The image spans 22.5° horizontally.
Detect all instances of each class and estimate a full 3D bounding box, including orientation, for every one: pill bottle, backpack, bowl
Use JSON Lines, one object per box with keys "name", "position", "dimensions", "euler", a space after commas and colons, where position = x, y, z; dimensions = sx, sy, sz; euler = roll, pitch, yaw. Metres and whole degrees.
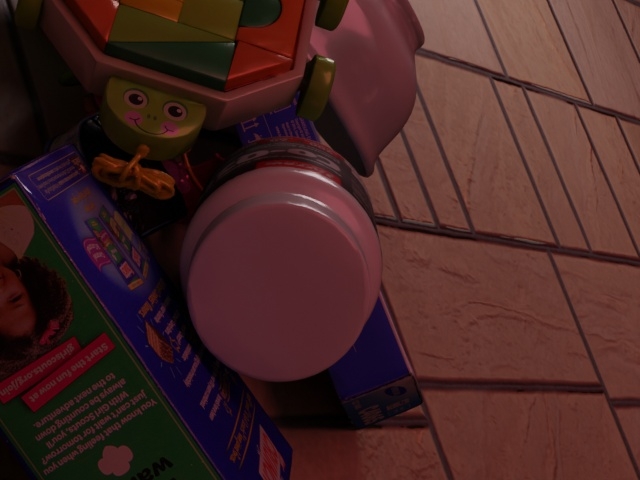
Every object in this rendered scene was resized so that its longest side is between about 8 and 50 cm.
{"name": "pill bottle", "position": [-0.031, 0.010, 1.308], "dimensions": [0.161, 0.161, 0.283], "euler": [53, 6, -9]}
{"name": "backpack", "position": [-0.188, -0.048, 1.388], "dimensions": [0.114, 0.084, 0.105], "euler": [63, 30, -2]}
{"name": "bowl", "position": [0.013, -0.221, 1.648], "dimensions": [0.298, 0.134, 0.298], "euler": [54, -3, 4]}

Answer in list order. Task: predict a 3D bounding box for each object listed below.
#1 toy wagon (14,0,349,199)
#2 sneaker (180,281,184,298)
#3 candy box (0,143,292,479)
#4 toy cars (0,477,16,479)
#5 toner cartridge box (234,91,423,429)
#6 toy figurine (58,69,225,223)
{"name": "toy wagon", "position": [-0.115, -0.182, 1.343], "dimensions": [0.267, 0.068, 0.344], "euler": [17, 48, -8]}
{"name": "sneaker", "position": [-0.092, 0.078, 1.447], "dimensions": [0.070, 0.051, 0.134], "euler": [34, 34, -27]}
{"name": "candy box", "position": [-0.156, 0.097, 1.186], "dimensions": [0.317, 0.122, 0.268], "euler": [54, 5, -6]}
{"name": "toy cars", "position": [-0.293, 0.219, 0.992], "dimensions": [0.394, 0.087, 0.176], "euler": [9, 92, -50]}
{"name": "toner cartridge box", "position": [0.000, 0.000, 1.559], "dimensions": [0.165, 0.075, 0.347], "euler": [62, 6, -74]}
{"name": "toy figurine", "position": [-0.144, -0.092, 1.477], "dimensions": [0.173, 0.130, 0.159], "euler": [-17, 87, -50]}
